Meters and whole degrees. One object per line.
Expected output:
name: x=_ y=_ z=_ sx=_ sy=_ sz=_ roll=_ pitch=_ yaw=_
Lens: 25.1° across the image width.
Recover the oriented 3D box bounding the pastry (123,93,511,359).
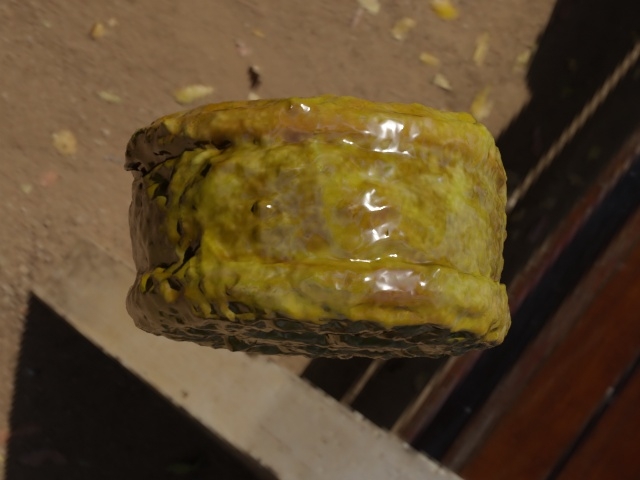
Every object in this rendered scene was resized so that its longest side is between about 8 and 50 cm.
pastry: x=0.000 y=0.000 z=0.654 sx=0.188 sy=0.188 sz=0.103 roll=11 pitch=77 yaw=-44
